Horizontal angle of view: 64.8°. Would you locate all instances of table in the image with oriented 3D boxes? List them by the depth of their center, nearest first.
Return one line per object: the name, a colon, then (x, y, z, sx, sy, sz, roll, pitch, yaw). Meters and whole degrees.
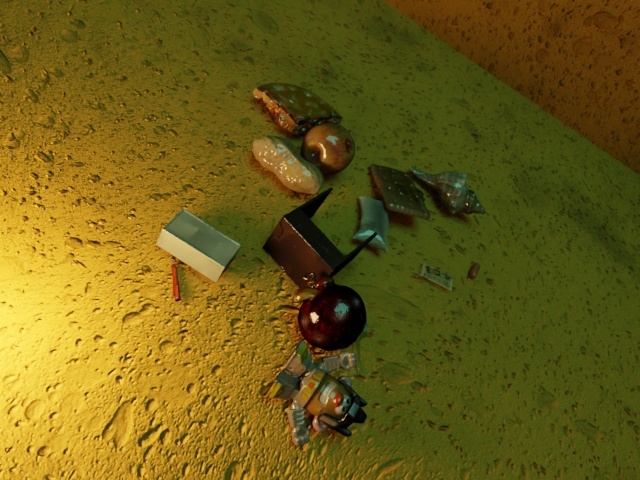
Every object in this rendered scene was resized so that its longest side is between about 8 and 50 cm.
table: (0.000, 0.000, 1.777, 0.250, 0.196, 0.282, 45, 46, 8)

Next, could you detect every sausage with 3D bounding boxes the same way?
sausage: (0.655, 0.128, 2.139, 0.034, 0.034, 0.083, 38, 49, 0)

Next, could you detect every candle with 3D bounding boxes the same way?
candle: (-0.451, 0.112, 1.560, 0.021, 0.026, 0.168, 20, 44, -46)

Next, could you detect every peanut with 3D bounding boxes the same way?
peanut: (-0.123, -0.292, 1.946, 0.313, 0.149, 0.149, 42, 49, 4)

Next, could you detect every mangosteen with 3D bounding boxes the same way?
mangosteen: (0.023, 0.219, 1.602, 0.228, 0.228, 0.266, -27, 81, -39)

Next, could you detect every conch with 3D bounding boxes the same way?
conch: (0.592, -0.245, 2.288, 0.386, 0.169, 0.203, 49, 24, 7)

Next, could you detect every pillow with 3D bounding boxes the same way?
pillow: (0.205, -0.071, 2.007, 0.144, 0.078, 0.254, 20, 48, -11)

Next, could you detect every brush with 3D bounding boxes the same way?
brush: (0.122, 0.358, 1.706, 0.083, 0.011, 0.205, 17, 52, -19)

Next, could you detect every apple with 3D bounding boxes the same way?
apple: (0.032, -0.369, 2.039, 0.211, 0.211, 0.188, 49, 47, 10)

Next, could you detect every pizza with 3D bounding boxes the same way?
pizza: (-0.092, -0.559, 2.166, 0.408, 0.114, 0.278, 9, 53, -22)

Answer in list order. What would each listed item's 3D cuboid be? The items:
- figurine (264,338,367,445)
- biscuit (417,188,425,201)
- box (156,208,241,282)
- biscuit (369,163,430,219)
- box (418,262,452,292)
figurine: (0.001, 0.449, 1.486, 0.308, 0.143, 0.309, 0, 89, -3)
biscuit: (0.428, -0.189, 2.249, 0.119, 0.019, 0.130, 0, 59, -28)
box: (-0.387, 0.016, 1.607, 0.225, 0.086, 0.129, 33, 37, -3)
biscuit: (0.337, -0.216, 2.151, 0.217, 0.044, 0.325, 14, 36, -21)
box: (0.466, 0.149, 2.032, 0.149, 0.020, 0.073, 26, 50, -10)
